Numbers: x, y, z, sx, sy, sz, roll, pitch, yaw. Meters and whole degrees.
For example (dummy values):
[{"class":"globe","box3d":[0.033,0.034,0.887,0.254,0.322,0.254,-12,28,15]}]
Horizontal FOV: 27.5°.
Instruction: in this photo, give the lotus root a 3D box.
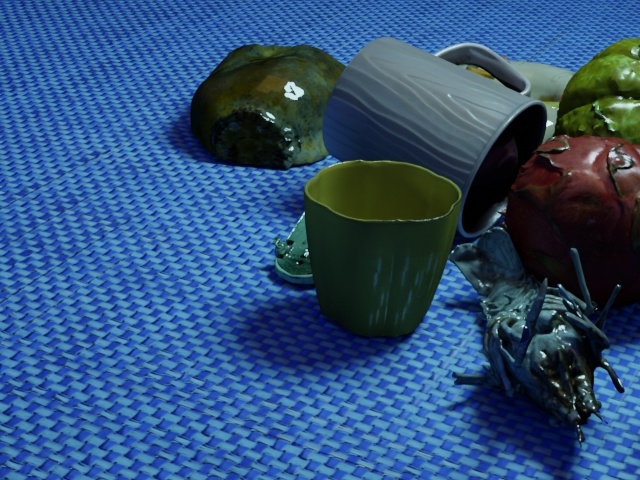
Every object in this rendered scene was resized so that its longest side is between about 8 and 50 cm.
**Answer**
[{"class":"lotus root","box3d":[-0.099,-0.231,2.159,0.267,0.149,0.260,9,26,17]}]

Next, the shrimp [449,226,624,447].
[{"class":"shrimp","box3d":[0.248,0.101,1.530,0.221,0.166,0.410,-30,12,5]}]

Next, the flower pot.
[{"class":"flower pot","box3d":[0.074,0.015,1.632,0.195,0.179,0.195,2,26,-1]}]

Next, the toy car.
[{"class":"toy car","box3d":[0.000,0.000,1.791,0.093,0.058,0.186,15,46,22]}]

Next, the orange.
[{"class":"orange","box3d":[0.476,-0.145,1.923,0.301,0.300,0.223,24,-25,-24]}]

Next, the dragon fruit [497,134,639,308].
[{"class":"dragon fruit","box3d":[0.365,-0.028,1.710,0.252,0.241,0.241,17,25,-7]}]

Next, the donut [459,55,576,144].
[{"class":"donut","box3d":[0.319,-0.200,2.158,0.383,0.142,0.382,3,25,-1]}]

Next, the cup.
[{"class":"cup","box3d":[0.183,-0.181,1.906,0.273,0.288,0.208,30,-7,25]}]
